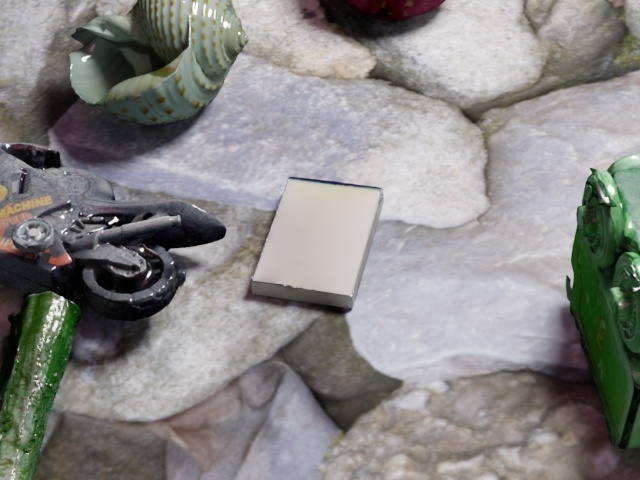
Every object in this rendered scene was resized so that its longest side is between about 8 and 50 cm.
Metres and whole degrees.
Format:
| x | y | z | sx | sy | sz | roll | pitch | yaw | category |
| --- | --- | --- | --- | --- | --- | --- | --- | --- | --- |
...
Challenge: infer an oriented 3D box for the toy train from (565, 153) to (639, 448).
| x | y | z | sx | sy | sz | roll | pitch | yaw | category |
| --- | --- | --- | --- | --- | --- | --- | --- | --- | --- |
| 0.293 | 0.048 | 1.183 | 0.132 | 0.188 | 0.243 | -4 | 47 | -5 | toy train |

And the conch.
| x | y | z | sx | sy | sz | roll | pitch | yaw | category |
| --- | --- | --- | --- | --- | --- | --- | --- | --- | --- |
| -0.169 | -0.199 | 1.498 | 0.200 | 0.131 | 0.172 | -7 | 66 | 37 | conch |

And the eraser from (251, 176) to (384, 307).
| x | y | z | sx | sy | sz | roll | pitch | yaw | category |
| --- | --- | --- | --- | --- | --- | --- | --- | --- | --- |
| 0.000 | 0.000 | 1.365 | 0.103 | 0.023 | 0.150 | 8 | 48 | 12 | eraser |

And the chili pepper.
| x | y | z | sx | sy | sz | roll | pitch | yaw | category |
| --- | --- | --- | --- | --- | --- | --- | --- | --- | --- |
| -0.263 | 0.153 | 1.210 | 0.059 | 0.088 | 0.227 | 22 | 48 | -21 | chili pepper |

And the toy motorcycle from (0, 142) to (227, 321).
| x | y | z | sx | sy | sz | roll | pitch | yaw | category |
| --- | --- | --- | --- | --- | --- | --- | --- | --- | --- |
| -0.257 | -0.016 | 1.347 | 0.307 | 0.108 | 0.173 | 18 | 45 | 17 | toy motorcycle |

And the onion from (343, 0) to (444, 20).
| x | y | z | sx | sy | sz | roll | pitch | yaw | category |
| --- | --- | --- | --- | --- | --- | --- | --- | --- | --- |
| 0.084 | -0.343 | 1.601 | 0.177 | 0.153 | 0.177 | -10 | 37 | 8 | onion |
